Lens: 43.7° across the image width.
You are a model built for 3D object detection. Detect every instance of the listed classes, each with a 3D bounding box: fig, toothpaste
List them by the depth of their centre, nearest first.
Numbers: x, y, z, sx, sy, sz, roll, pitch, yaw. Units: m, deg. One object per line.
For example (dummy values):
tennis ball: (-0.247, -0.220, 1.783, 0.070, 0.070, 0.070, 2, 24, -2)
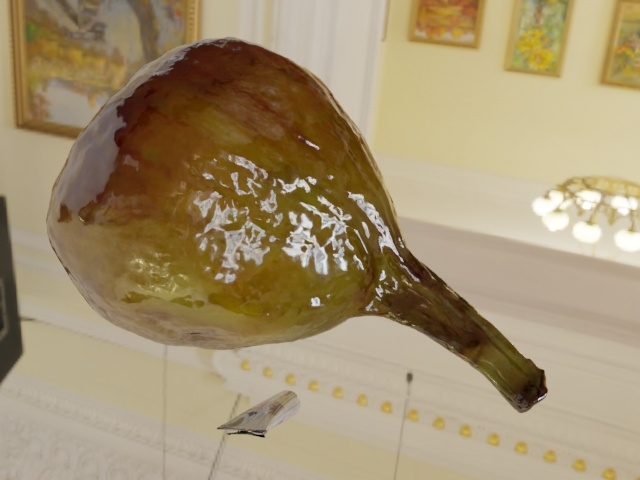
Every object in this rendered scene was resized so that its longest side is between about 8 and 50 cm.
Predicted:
fig: (-0.017, 0.016, 0.494, 0.290, 0.190, 0.191, 41, -162, -12)
toothpaste: (-0.049, 0.168, 0.772, 0.045, 0.028, 0.170, 5, 179, 14)
